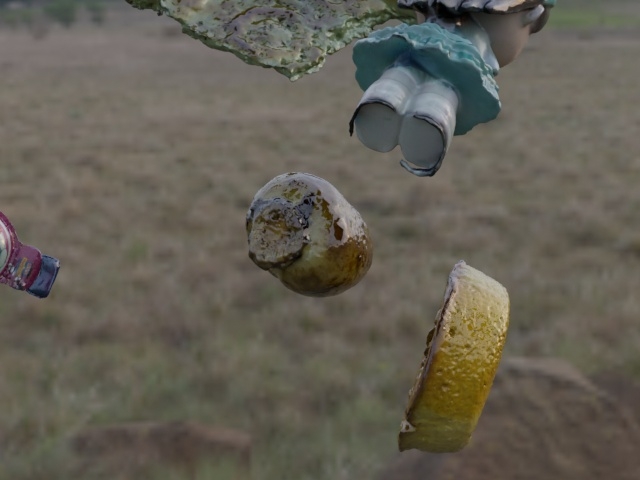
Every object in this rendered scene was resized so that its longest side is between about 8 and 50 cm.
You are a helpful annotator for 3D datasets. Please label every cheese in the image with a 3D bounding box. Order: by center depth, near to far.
[{"bbox_3d":[-0.343,0.015,1.765,0.145,0.095,0.038,25,-7,-20],"label":"cheese"}]

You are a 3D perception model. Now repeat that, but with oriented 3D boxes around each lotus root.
[{"bbox_3d":[0.000,0.000,1.465,0.094,0.108,0.190,-27,-14,14],"label":"lotus root"}]

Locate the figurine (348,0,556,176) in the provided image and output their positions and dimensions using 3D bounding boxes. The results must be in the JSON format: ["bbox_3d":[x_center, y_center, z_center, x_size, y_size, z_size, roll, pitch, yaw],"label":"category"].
[{"bbox_3d":[0.093,-0.161,1.297,0.138,0.110,0.245,21,49,10],"label":"figurine"}]

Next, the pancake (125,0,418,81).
[{"bbox_3d":[-0.035,-0.253,1.813,0.376,0.197,0.054,-3,-35,-9],"label":"pancake"}]

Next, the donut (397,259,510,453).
[{"bbox_3d":[0.120,0.110,1.499,0.065,0.178,0.162,17,29,3],"label":"donut"}]
